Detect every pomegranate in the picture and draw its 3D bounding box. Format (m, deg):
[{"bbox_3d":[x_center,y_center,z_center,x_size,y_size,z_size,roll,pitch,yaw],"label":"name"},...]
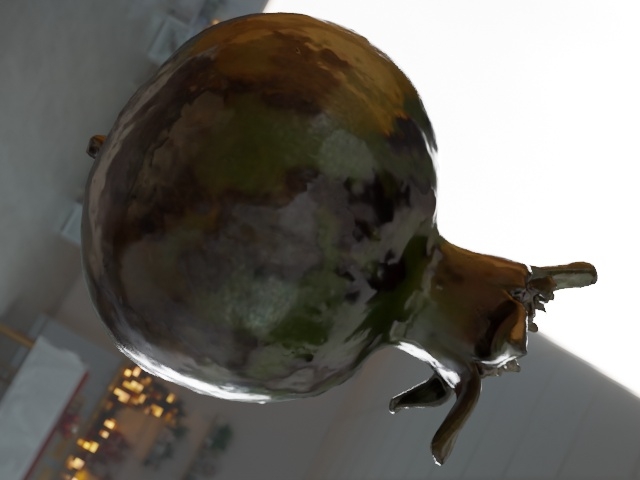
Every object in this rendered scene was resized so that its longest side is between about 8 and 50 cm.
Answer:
[{"bbox_3d":[-0.006,0.004,0.405,0.148,0.169,0.148,-43,177,-3],"label":"pomegranate"}]
